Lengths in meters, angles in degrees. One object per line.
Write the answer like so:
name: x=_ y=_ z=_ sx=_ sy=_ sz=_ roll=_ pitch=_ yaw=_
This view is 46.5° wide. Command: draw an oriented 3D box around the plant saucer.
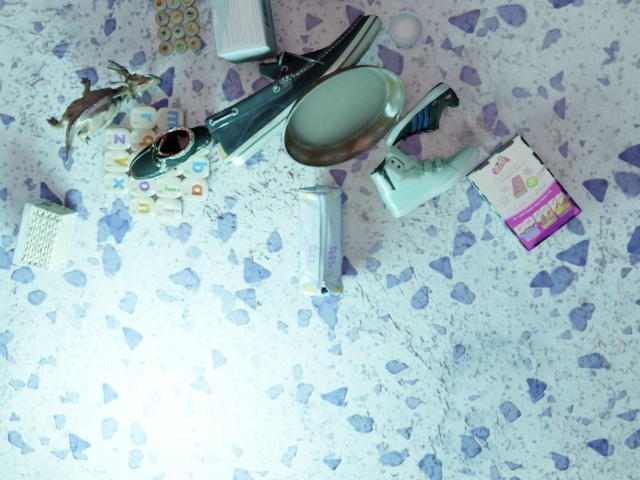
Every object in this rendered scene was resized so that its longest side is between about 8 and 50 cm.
plant saucer: x=0.048 y=-0.291 z=1.713 sx=0.310 sy=0.310 sz=0.050 roll=-35 pitch=61 yaw=10

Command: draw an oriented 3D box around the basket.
basket: x=-0.703 y=-0.013 z=1.912 sx=0.103 sy=0.113 sz=0.167 roll=16 pitch=99 yaw=3

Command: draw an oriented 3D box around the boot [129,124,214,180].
boot: x=-0.381 y=-0.213 z=1.790 sx=0.236 sy=0.178 sz=0.085 roll=-25 pitch=93 yaw=9

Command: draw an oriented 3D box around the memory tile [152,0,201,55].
memory tile: x=-0.356 y=-0.540 z=1.854 sx=0.113 sy=0.012 sz=0.148 roll=-6 pitch=96 yaw=8

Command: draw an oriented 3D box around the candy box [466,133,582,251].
candy box: x=0.479 y=-0.113 z=1.767 sx=0.159 sy=0.071 sz=0.233 roll=-39 pitch=91 yaw=10

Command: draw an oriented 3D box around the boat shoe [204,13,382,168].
boat shoe: x=-0.070 y=-0.374 z=1.754 sx=0.500 sy=0.187 sz=0.156 roll=-37 pitch=97 yaw=15

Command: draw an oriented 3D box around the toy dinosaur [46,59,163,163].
toy dinosaur: x=-0.536 y=-0.327 z=1.801 sx=0.200 sy=0.296 sz=0.127 roll=-13 pitch=127 yaw=46

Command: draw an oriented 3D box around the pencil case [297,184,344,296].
pencil case: x=0.000 y=0.000 z=1.817 sx=0.113 sy=0.124 sz=0.273 roll=1 pitch=96 yaw=8

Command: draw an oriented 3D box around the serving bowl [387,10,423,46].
serving bowl: x=0.202 y=-0.503 z=1.778 sx=0.083 sy=0.027 sz=0.084 roll=1 pitch=97 yaw=7

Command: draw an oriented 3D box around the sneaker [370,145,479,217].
sneaker: x=0.241 y=-0.180 z=1.768 sx=0.255 sy=0.094 sz=0.151 roll=-34 pitch=104 yaw=12

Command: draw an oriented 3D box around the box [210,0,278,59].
box: x=-0.180 y=-0.521 z=1.748 sx=0.118 sy=0.182 sz=0.181 roll=-7 pitch=96 yaw=6

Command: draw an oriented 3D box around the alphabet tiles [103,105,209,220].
alphabet tiles: x=-0.417 y=-0.196 z=1.899 sx=0.277 sy=0.021 sz=0.284 roll=4 pitch=97 yaw=7

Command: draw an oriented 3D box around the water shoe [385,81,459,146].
water shoe: x=0.244 y=-0.284 z=1.777 sx=0.080 sy=0.073 sz=0.203 roll=45 pitch=101 yaw=-2
